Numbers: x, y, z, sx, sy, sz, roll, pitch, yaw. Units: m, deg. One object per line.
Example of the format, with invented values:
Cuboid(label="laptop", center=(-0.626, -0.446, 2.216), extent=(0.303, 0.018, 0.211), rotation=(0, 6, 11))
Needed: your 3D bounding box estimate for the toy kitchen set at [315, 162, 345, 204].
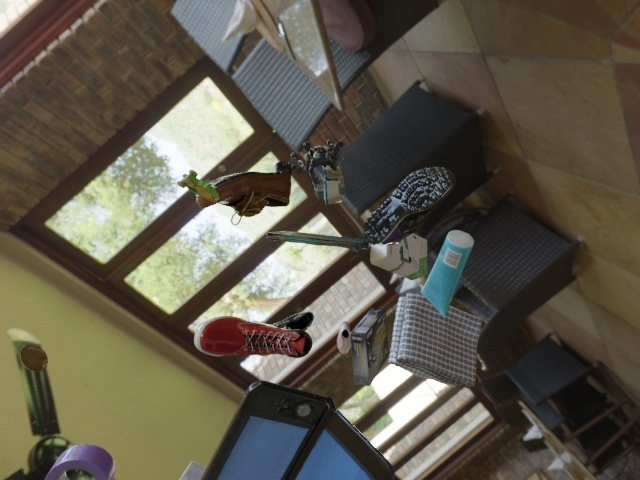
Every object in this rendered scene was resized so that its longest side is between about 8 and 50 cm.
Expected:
Cuboid(label="toy kitchen set", center=(0.031, -0.184, 1.632), extent=(0.207, 0.122, 0.166), rotation=(67, -161, -66))

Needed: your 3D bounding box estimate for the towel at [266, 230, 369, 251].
Cuboid(label="towel", center=(0.000, 0.000, 1.690), extent=(0.369, 0.040, 0.271), rotation=(7, -176, 14))

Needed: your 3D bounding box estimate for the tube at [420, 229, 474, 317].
Cuboid(label="tube", center=(0.262, 0.072, 0.884), extent=(0.080, 0.052, 0.207), rotation=(55, 150, 39))

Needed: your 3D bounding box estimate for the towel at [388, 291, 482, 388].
Cuboid(label="towel", center=(0.367, 0.312, 1.313), extent=(0.283, 0.235, 0.121), rotation=(22, 148, -12))

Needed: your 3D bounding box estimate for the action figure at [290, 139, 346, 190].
Cuboid(label="action figure", center=(0.006, -0.272, 1.466), extent=(0.141, 0.164, 0.275), rotation=(54, 165, -28))

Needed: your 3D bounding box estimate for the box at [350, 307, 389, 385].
Cuboid(label="box", center=(0.173, 0.358, 1.446), extent=(0.231, 0.056, 0.183), rotation=(-26, -68, -62))

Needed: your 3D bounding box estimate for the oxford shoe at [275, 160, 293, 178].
Cuboid(label="oxford shoe", center=(-0.167, -0.278, 1.839), extent=(0.082, 0.096, 0.227), rotation=(13, -144, -5))

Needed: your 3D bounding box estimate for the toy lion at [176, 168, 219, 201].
Cuboid(label="toy lion", center=(-0.296, -0.128, 1.031), extent=(0.096, 0.034, 0.100), rotation=(41, 159, -25))

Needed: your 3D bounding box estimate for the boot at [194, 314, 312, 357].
Cuboid(label="boot", center=(-0.136, 0.219, 0.927), extent=(0.176, 0.089, 0.244), rotation=(-1, 169, 40))

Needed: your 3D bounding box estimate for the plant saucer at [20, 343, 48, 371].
Cuboid(label="plant saucer", center=(-0.804, 0.331, 1.175), extent=(0.083, 0.015, 0.083), rotation=(57, -174, -10))

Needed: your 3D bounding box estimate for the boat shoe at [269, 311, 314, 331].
Cuboid(label="boat shoe", center=(-0.100, 0.254, 1.185), extent=(0.206, 0.065, 0.075), rotation=(-23, -106, -41))

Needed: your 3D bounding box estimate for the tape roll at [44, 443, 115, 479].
Cuboid(label="tape roll", center=(-0.771, 0.764, 1.353), extent=(0.189, 0.189, 0.080), rotation=(49, 179, -13))

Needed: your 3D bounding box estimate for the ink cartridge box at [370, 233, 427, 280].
Cuboid(label="ink cartridge box", center=(0.308, 0.042, 1.641), extent=(0.219, 0.092, 0.160), rotation=(22, -121, -28))

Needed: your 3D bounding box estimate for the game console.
Cuboid(label="game console", center=(-0.059, 0.441, 0.756), extent=(0.250, 0.293, 0.173), rotation=(23, -169, -22))

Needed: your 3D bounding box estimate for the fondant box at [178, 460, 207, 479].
Cuboid(label="fondant box", center=(-0.366, 0.735, 0.985), extent=(0.096, 0.238, 0.330), rotation=(20, -168, 5))

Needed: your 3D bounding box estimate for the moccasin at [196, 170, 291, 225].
Cuboid(label="moccasin", center=(-0.215, -0.127, 1.262), extent=(0.380, 0.139, 0.147), rotation=(-20, -79, -65))

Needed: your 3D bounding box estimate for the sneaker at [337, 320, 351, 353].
Cuboid(label="sneaker", center=(0.092, 0.387, 1.626), extent=(0.070, 0.050, 0.135), rotation=(-100, 11, -77))

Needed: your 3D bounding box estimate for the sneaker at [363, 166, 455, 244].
Cuboid(label="sneaker", center=(0.247, -0.086, 1.109), extent=(0.124, 0.283, 0.107), rotation=(9, -128, -43))
